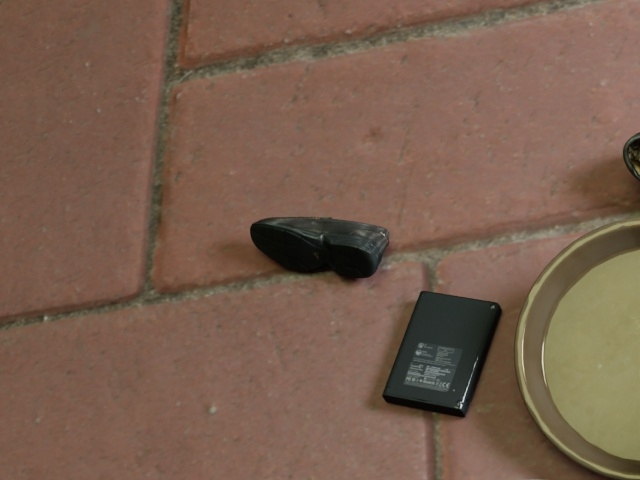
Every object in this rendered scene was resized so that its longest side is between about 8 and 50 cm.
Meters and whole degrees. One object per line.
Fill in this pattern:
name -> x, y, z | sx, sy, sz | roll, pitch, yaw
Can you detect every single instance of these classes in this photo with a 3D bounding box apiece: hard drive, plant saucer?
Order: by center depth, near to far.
plant saucer -> 0.335, 0.111, 1.699 | 0.278, 0.041, 0.277 | -6, 70, 18
hard drive -> 0.132, 0.121, 1.816 | 0.094, 0.022, 0.135 | 9, 61, 26

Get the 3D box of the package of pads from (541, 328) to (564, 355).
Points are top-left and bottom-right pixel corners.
package of pads -> 0.255, 0.087, 1.787 | 0.050, 0.032, 0.083 | 34, 74, 32

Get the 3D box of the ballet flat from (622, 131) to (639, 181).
ballet flat -> 0.421, -0.032, 1.760 | 0.280, 0.096, 0.095 | 39, 111, 39

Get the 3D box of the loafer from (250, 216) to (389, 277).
loafer -> 0.000, 0.000, 1.936 | 0.170, 0.062, 0.061 | 14, 41, 25
